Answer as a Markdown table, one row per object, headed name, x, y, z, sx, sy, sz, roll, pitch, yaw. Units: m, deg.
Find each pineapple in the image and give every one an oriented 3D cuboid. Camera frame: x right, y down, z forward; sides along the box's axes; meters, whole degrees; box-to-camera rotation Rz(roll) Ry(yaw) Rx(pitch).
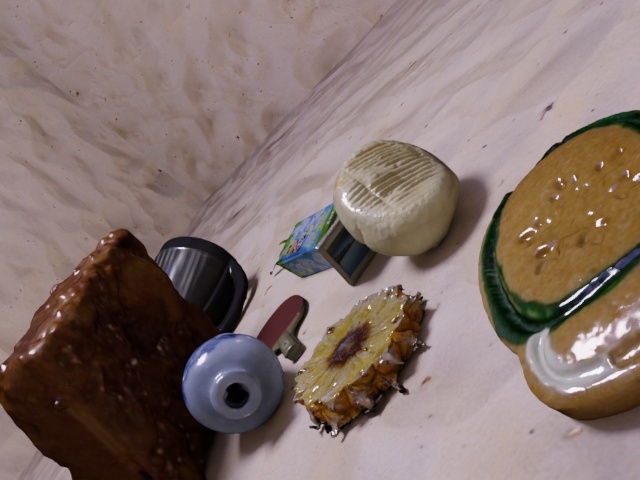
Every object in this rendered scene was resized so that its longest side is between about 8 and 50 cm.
| name | x | y | z | sx | sy | sz | roll | pitch | yaw |
| --- | --- | --- | --- | --- | --- | --- | --- | --- | --- |
| pineapple | 0.044 | 0.134 | 0.815 | 0.221 | 0.047 | 0.221 | -45 | 16 | 16 |

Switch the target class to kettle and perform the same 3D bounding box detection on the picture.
| name | x | y | z | sx | sy | sz | roll | pitch | yaw |
| --- | --- | --- | --- | --- | --- | --- | --- | --- | --- |
| kettle | -0.292 | 0.160 | 1.571 | 0.207 | 0.250 | 0.271 | 99 | -173 | -51 |

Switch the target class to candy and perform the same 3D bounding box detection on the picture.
| name | x | y | z | sx | sy | sz | roll | pitch | yaw |
| --- | --- | --- | --- | --- | --- | --- | --- | --- | --- |
| candy | 0.000 | 0.000 | 1.231 | 0.194 | 0.062 | 0.097 | -25 | 36 | 61 |

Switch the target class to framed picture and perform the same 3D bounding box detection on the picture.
| name | x | y | z | sx | sy | sz | roll | pitch | yaw |
| --- | --- | --- | --- | --- | --- | --- | --- | --- | --- |
| framed picture | 0.063 | -0.018 | 1.027 | 0.011 | 0.109 | 0.149 | 24 | 74 | 45 |

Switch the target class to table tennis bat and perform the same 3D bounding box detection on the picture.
| name | x | y | z | sx | sy | sz | roll | pitch | yaw |
| --- | --- | --- | --- | --- | --- | --- | --- | --- | --- |
| table tennis bat | -0.064 | 0.156 | 1.153 | 0.138 | 0.022 | 0.246 | -53 | 12 | -3 |

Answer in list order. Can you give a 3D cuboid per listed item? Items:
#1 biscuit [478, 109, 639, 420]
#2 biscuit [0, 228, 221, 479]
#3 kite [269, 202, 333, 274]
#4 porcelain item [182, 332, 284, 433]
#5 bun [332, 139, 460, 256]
| name | x | y | z | sx | sy | sz | roll | pitch | yaw |
| --- | --- | --- | --- | --- | --- | --- | --- | --- | --- |
| biscuit | 0.246 | -0.025 | 0.564 | 0.287 | 0.057 | 0.344 | -45 | 16 | 21 |
| biscuit | -0.306 | 0.207 | 1.101 | 0.166 | 0.343 | 0.395 | -35 | 18 | 17 |
| kite | 0.003 | -0.035 | 1.420 | 0.310 | 0.015 | 0.169 | -31 | 25 | 44 |
| porcelain item | -0.129 | 0.198 | 1.019 | 0.141 | 0.141 | 0.259 | -52 | 7 | -5 |
| bun | 0.100 | -0.053 | 0.921 | 0.164 | 0.111 | 0.188 | -35 | 46 | -13 |
